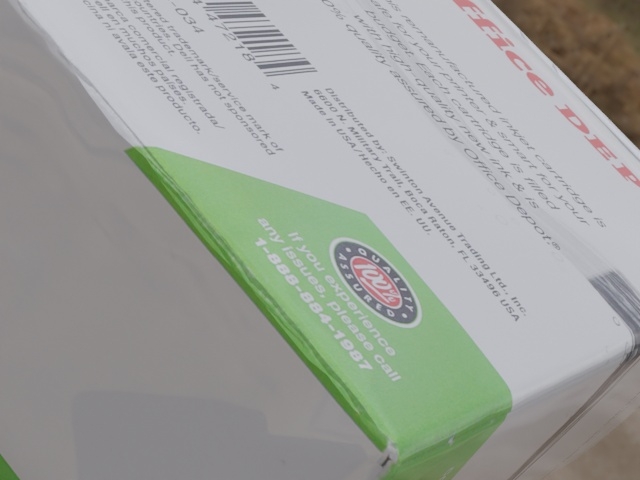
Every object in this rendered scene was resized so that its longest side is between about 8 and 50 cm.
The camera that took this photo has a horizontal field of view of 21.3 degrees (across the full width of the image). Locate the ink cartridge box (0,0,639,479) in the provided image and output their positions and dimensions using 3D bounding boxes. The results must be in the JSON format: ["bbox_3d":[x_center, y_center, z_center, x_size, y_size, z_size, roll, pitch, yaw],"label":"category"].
[{"bbox_3d":[0.000,0.000,0.563,0.198,0.115,0.273,49,29,17],"label":"ink cartridge box"}]
